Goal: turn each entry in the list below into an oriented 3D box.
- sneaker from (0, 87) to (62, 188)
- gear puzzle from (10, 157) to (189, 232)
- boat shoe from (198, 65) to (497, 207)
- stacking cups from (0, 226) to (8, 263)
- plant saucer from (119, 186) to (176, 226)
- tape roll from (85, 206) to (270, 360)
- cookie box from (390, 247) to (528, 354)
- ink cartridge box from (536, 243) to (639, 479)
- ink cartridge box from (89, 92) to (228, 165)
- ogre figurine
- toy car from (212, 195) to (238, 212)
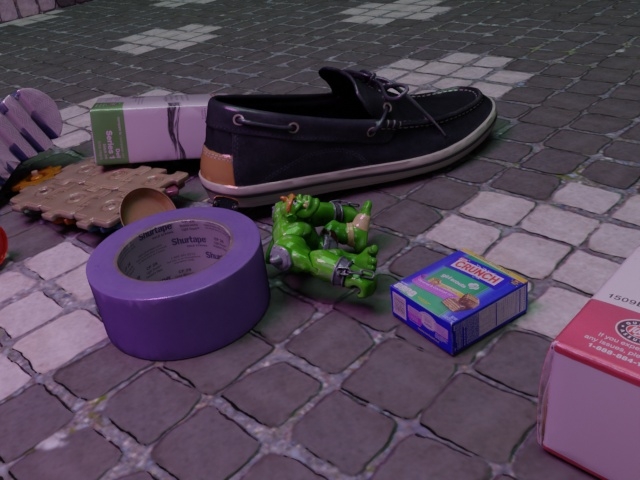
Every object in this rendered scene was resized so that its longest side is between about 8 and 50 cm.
[{"bbox_3d":[-0.584,-0.121,1.043,0.182,0.127,0.315,-6,36,42],"label":"sneaker"},{"bbox_3d":[-0.370,-0.069,0.978,0.339,0.044,0.175,12,37,33],"label":"gear puzzle"},{"bbox_3d":[0.058,-0.180,0.949,0.500,0.156,0.187,-15,28,-22],"label":"boat shoe"},{"bbox_3d":[-0.578,-0.003,0.850,0.316,0.096,0.096,-2,31,9],"label":"stacking cups"},{"bbox_3d":[-0.233,-0.031,0.858,0.015,0.083,0.083,-28,8,48],"label":"plant saucer"},{"bbox_3d":[-0.154,0.041,0.705,0.189,0.080,0.189,-5,30,3],"label":"tape roll"},{"bbox_3d":[0.142,0.058,0.651,0.107,0.040,0.092,-24,34,-27],"label":"cookie box"},{"bbox_3d":[0.331,0.084,0.493,0.207,0.117,0.283,21,41,39],"label":"ink cartridge box"},{"bbox_3d":[-0.255,-0.188,1.050,0.219,0.092,0.160,-5,19,-12],"label":"ink cartridge box"},{"bbox_3d":[0.000,0.000,0.736,0.118,0.097,0.197,9,45,-8],"label":"ogre figurine"},{"bbox_3d":[-0.168,-0.025,0.844,0.122,0.060,0.040,-7,-2,-12],"label":"toy car"}]
